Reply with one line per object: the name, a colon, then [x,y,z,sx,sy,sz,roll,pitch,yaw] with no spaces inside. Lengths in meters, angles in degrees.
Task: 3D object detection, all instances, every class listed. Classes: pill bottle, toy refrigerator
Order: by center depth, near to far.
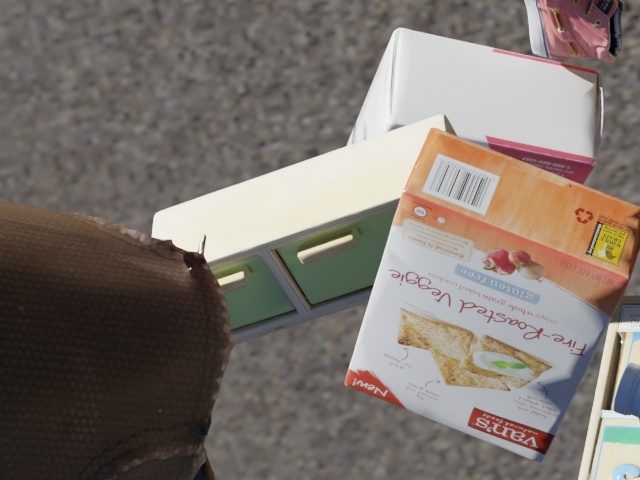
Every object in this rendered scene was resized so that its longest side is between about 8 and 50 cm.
pill bottle: [0.211,0.097,1.134,0.083,0.043,0.043,18,125,19]
toy refrigerator: [0.000,0.000,1.651,0.094,0.269,0.102,-89,-25,-46]

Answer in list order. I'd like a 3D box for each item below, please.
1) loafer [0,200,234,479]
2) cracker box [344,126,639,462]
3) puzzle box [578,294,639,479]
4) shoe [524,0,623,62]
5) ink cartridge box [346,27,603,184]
loafer: [-0.095,0.102,0.590,0.366,0.130,0.134,115,153,-64]
cracker box: [0.115,0.043,1.353,0.155,0.067,0.232,21,143,6]
puzzle box: [0.446,0.181,1.858,0.409,0.272,0.052,-1,151,30]
shoe: [0.227,-0.226,1.787,0.081,0.063,0.178,10,148,21]
ink cartridge box: [0.135,-0.065,1.952,0.283,0.207,0.117,112,166,-57]
